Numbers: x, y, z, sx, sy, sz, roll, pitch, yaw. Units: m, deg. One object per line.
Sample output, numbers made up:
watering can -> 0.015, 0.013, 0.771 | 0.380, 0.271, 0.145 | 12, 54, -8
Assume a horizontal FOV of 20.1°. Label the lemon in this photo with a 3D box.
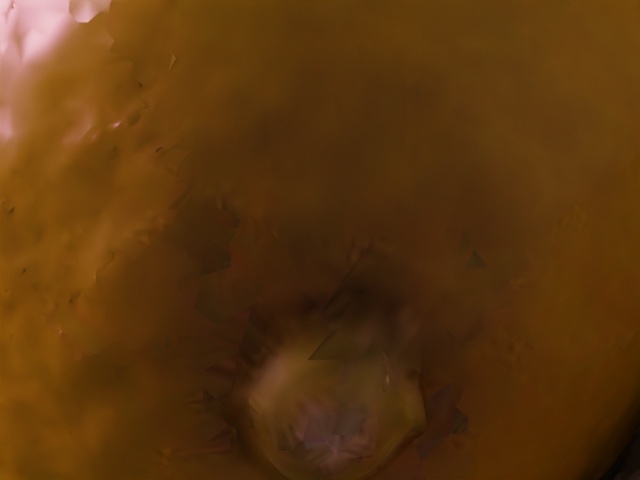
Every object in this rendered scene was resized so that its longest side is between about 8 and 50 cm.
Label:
lemon -> -0.018, -0.034, 0.609 | 0.364, 0.364, 0.364 | -53, 4, 5
